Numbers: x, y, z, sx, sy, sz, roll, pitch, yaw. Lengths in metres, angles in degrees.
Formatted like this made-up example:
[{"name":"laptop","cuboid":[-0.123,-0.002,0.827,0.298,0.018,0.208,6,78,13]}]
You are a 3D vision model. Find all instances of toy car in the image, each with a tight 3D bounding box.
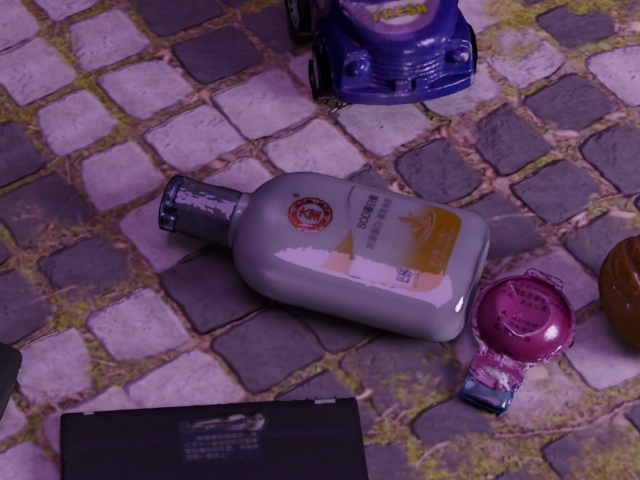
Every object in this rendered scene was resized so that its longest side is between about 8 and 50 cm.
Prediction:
[{"name":"toy car","cuboid":[0.061,-0.245,1.859,0.172,0.158,0.235,-9,50,-9]}]

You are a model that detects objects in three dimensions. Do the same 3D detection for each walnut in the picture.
[{"name":"walnut","cuboid":[0.298,0.049,1.657,0.105,0.105,0.124,-21,68,-18]}]

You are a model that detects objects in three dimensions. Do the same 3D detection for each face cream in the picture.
[{"name":"face cream","cuboid":[0.000,0.000,1.704,0.291,0.071,0.144,15,52,12]}]

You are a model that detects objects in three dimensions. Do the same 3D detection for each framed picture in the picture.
[{"name":"framed picture","cuboid":[-0.078,0.269,1.511,0.255,0.014,0.338,-3,50,-6]}]

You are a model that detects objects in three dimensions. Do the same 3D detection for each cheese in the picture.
[{"name":"cheese","cuboid":[0.169,0.085,1.659,0.095,0.038,0.145,23,61,16]}]

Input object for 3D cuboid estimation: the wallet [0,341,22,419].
[{"name":"wallet","cuboid":[-0.387,0.127,1.601,0.245,0.052,0.168,14,50,4]}]
